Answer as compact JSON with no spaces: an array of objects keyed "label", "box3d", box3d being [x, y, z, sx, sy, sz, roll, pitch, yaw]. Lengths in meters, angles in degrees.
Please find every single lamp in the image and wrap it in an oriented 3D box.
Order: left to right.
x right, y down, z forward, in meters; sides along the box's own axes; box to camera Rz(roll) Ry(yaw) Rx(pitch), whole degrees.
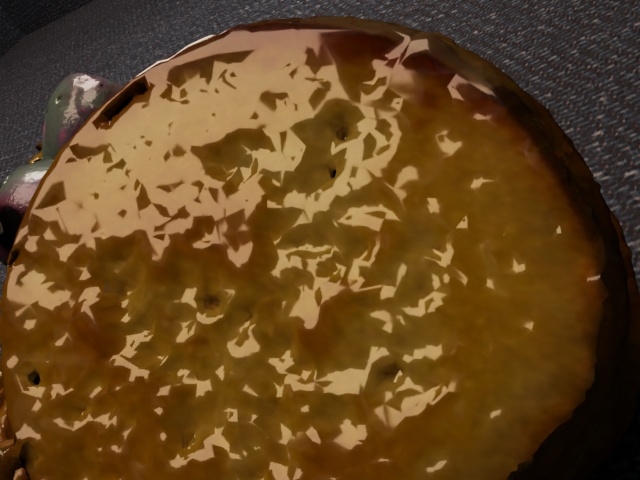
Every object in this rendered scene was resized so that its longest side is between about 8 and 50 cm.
[{"label":"lamp","box3d":[-0.377,-0.089,1.134,0.247,0.247,0.301,-4,64,69]}]

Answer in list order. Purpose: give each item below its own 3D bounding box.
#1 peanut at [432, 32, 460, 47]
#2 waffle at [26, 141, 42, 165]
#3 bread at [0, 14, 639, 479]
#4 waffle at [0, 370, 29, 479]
[{"label":"peanut","box3d":[0.078,-0.177,0.983,0.226,0.095,0.108,-27,-2,24]},{"label":"waffle","box3d":[-0.364,-0.175,1.424,0.382,0.095,0.379,-25,33,12]},{"label":"bread","box3d":[0.004,0.043,0.501,0.398,0.215,0.398,-3,74,11]},{"label":"waffle","box3d":[-0.367,0.245,0.855,0.325,0.068,0.302,6,50,47]}]
